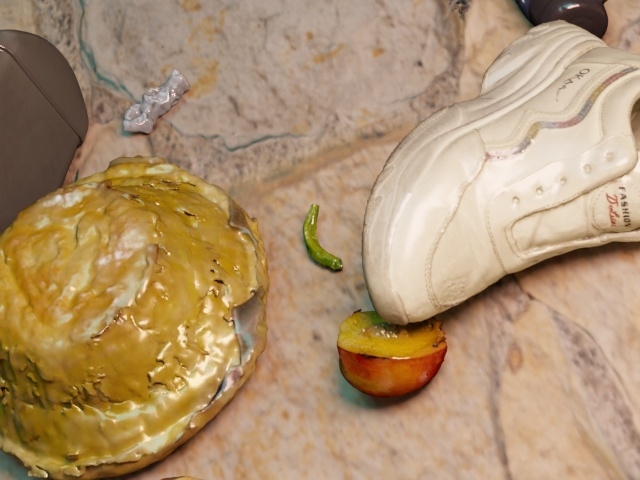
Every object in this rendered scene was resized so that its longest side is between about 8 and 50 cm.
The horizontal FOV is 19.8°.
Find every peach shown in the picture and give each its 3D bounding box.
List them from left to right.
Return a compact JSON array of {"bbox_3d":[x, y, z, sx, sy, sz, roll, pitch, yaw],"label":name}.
[{"bbox_3d":[0.059,0.096,1.518,0.098,0.061,0.098,-1,25,1],"label":"peach"}]

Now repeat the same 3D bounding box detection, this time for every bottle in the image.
[{"bbox_3d":[0.206,-0.270,1.746,0.082,0.072,0.244,-40,42,19],"label":"bottle"}]

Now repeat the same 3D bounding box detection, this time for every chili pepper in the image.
[{"bbox_3d":[0.000,0.001,1.667,0.030,0.017,0.083,-31,46,1],"label":"chili pepper"}]

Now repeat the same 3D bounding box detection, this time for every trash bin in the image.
[{"bbox_3d":[-0.327,-0.097,1.830,0.101,0.176,0.236,-2,56,25],"label":"trash bin"}]

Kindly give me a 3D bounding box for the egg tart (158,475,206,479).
[{"bbox_3d":[-0.128,0.242,1.506,0.129,0.049,0.128,-15,46,16],"label":"egg tart"}]

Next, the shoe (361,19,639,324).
[{"bbox_3d":[0.189,-0.047,1.506,0.210,0.132,0.342,20,54,39],"label":"shoe"}]

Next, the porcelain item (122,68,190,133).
[{"bbox_3d":[-0.171,-0.140,1.880,0.083,0.028,0.036,-45,47,-10],"label":"porcelain item"}]

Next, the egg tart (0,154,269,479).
[{"bbox_3d":[-0.200,0.054,1.645,0.341,0.132,0.341,-13,52,17],"label":"egg tart"}]
